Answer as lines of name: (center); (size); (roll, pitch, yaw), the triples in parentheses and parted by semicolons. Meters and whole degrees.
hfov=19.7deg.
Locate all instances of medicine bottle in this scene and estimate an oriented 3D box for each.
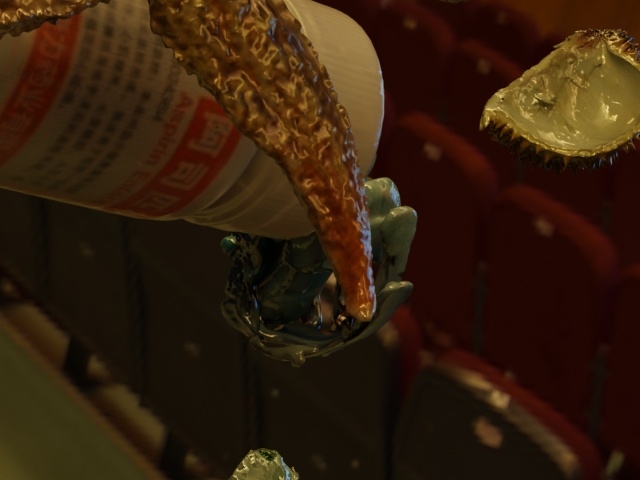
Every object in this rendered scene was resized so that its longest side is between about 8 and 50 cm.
medicine bottle: (-0.147, -0.124, 1.346); (0.371, 0.211, 0.211); (14, 17, -43)

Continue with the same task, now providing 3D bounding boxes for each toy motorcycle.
toy motorcycle: (0.000, 0.000, 1.723); (0.154, 0.260, 0.206); (-10, 64, -35)

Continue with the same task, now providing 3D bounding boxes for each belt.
belt: (-0.076, 0.305, 2.019); (0.079, 0.151, 0.121); (32, -8, 10)

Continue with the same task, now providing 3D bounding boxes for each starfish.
starfish: (-0.087, -0.152, 1.039); (0.384, 0.132, 0.398); (39, 34, -23)

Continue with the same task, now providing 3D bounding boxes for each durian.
durian: (0.280, -0.143, 1.984); (0.252, 0.139, 0.144); (-38, 17, -24)
